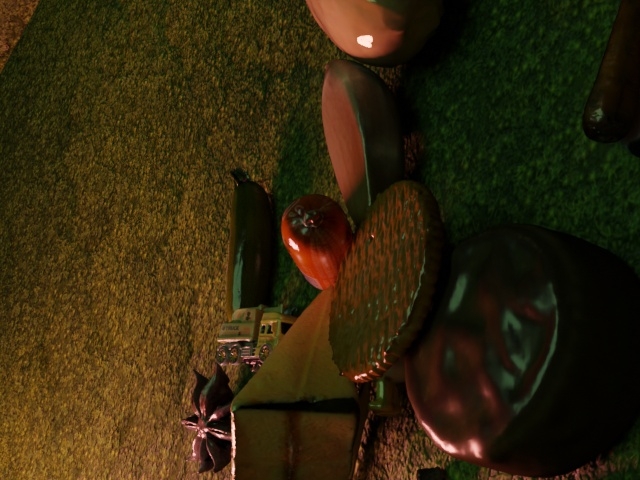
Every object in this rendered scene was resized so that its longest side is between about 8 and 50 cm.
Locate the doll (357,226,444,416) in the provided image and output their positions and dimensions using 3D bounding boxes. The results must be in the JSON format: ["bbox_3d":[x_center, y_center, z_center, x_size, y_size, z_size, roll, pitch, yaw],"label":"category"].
[{"bbox_3d":[0.094,0.080,1.768,0.138,0.119,0.293,51,-135,-71],"label":"doll"}]

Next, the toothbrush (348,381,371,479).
[{"bbox_3d":[0.048,0.254,1.844,0.028,0.026,0.294,151,131,-74],"label":"toothbrush"}]

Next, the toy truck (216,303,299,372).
[{"bbox_3d":[-0.087,0.144,2.056,0.169,0.077,0.100,-10,70,51],"label":"toy truck"}]

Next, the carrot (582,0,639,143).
[{"bbox_3d":[0.327,-0.184,1.483,0.055,0.055,0.161,0,70,59],"label":"carrot"}]

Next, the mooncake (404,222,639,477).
[{"bbox_3d":[0.219,0.119,1.506,0.284,0.155,0.284,-35,46,45],"label":"mooncake"}]

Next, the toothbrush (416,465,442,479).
[{"bbox_3d":[0.139,0.412,1.615,0.030,0.030,0.297,108,162,-61],"label":"toothbrush"}]

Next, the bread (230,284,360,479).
[{"bbox_3d":[-0.047,0.196,1.819,0.264,0.163,0.167,-101,12,-54],"label":"bread"}]

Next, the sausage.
[{"bbox_3d":[0.000,0.000,1.814,0.312,0.093,0.093,61,-141,-77],"label":"sausage"}]

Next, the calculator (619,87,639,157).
[{"bbox_3d":[0.418,-0.191,1.435,0.293,0.051,0.173,-24,55,52],"label":"calculator"}]

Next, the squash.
[{"bbox_3d":[-0.117,0.019,2.187,0.080,0.071,0.318,-18,61,33],"label":"squash"}]

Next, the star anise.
[{"bbox_3d":[-0.165,0.280,2.140,0.204,0.061,0.180,-32,61,55],"label":"star anise"}]

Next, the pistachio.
[{"bbox_3d":[0.072,-0.352,1.952,0.187,0.187,0.299,-67,27,10],"label":"pistachio"}]

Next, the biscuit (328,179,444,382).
[{"bbox_3d":[0.078,0.050,1.631,0.254,0.035,0.254,-50,29,42],"label":"biscuit"}]

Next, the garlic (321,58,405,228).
[{"bbox_3d":[0.063,-0.143,1.927,0.143,0.112,0.318,116,156,-52],"label":"garlic"}]
